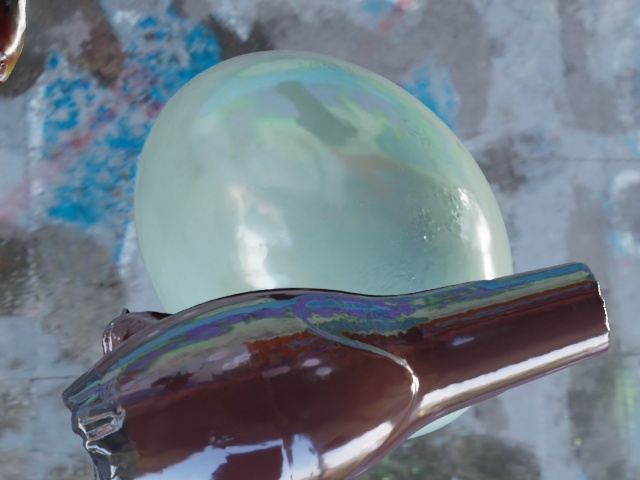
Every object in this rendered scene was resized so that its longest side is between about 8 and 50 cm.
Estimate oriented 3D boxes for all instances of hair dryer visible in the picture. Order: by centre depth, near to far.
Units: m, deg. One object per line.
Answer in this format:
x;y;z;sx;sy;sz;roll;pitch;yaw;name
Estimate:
-0.031;0.065;0.982;0.312;0.340;0.123;-16;102;-21;hair dryer

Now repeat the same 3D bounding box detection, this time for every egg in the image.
0.000;0.000;1.283;0.276;0.276;0.389;-15;45;-25;egg

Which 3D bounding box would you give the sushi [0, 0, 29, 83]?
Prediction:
-0.142;-0.103;0.671;0.044;0.046;0.083;29;50;-56;sushi
